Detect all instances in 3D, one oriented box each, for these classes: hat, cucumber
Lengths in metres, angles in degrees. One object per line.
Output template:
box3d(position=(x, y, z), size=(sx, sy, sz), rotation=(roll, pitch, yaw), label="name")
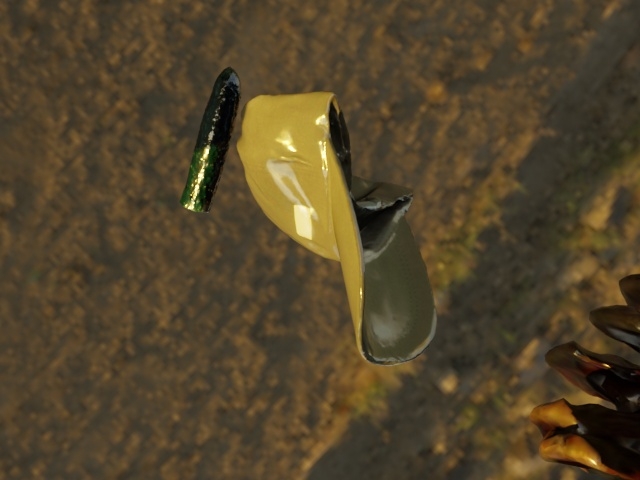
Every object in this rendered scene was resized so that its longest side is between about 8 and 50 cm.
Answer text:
box3d(position=(0.000, 0.000, 1.108), size=(0.166, 0.144, 0.173), rotation=(45, 53, -54), label="hat")
box3d(position=(-0.095, -0.091, 1.398), size=(0.032, 0.032, 0.133), rotation=(-4, 116, -53), label="cucumber")

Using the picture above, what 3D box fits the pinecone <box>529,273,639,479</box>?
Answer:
box3d(position=(0.146, 0.111, 0.524), size=(0.185, 0.169, 0.212), rotation=(52, 49, -42), label="pinecone")
